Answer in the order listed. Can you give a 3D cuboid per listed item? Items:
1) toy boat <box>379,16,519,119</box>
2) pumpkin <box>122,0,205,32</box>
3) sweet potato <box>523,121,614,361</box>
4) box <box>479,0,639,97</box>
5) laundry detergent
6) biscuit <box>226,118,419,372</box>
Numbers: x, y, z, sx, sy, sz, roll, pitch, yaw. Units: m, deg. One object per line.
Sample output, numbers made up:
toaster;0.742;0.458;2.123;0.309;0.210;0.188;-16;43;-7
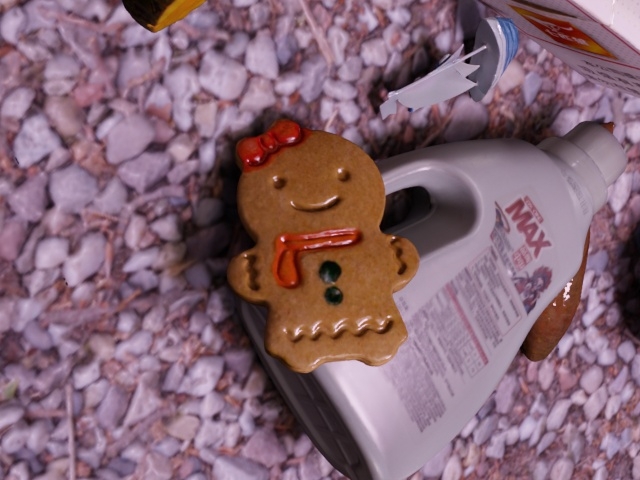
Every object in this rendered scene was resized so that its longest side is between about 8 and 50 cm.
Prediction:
toy boat;0.124;-0.145;1.700;0.149;0.034;0.105;-43;153;-2
pumpkin;-0.048;-0.289;1.420;0.317;0.222;0.139;-40;100;-20
sweet potato;0.242;0.003;1.851;0.078;0.058;0.255;0;105;-55
box;0.241;-0.221;1.655;0.330;0.210;0.095;29;87;-42
laundry detergent;0.123;0.013;1.710;0.398;0.124;0.264;-40;113;-21
biscuit;0.000;0.000;1.573;0.166;0.036;0.225;-4;71;-10
